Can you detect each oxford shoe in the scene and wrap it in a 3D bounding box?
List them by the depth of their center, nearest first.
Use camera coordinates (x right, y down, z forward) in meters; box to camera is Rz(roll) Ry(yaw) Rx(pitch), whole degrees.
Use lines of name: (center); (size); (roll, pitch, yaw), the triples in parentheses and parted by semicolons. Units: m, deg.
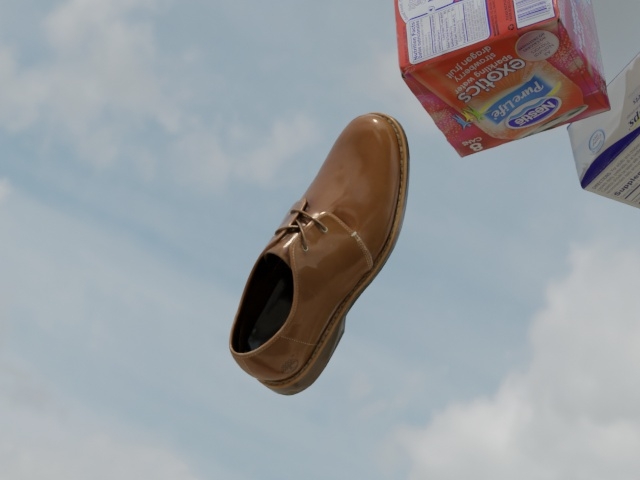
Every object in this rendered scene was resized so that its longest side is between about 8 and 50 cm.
oxford shoe: (0.000, 0.000, 1.001); (0.076, 0.212, 0.076); (16, -13, 35)

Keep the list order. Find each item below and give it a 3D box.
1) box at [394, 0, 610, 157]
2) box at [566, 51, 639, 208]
box: (0.134, -0.211, 1.134); (0.128, 0.257, 0.122); (-17, -37, 21)
box: (0.291, -0.085, 1.154); (0.137, 0.072, 0.126); (16, -44, -26)
